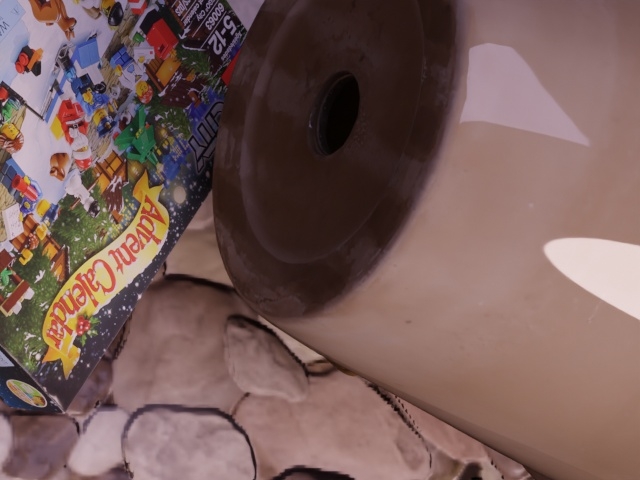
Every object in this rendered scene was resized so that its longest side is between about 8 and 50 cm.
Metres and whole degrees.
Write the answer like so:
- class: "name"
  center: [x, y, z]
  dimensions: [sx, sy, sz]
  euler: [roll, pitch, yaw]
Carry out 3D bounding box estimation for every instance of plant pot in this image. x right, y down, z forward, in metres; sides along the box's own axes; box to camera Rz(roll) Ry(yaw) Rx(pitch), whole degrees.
- class: "plant pot"
  center: [0.114, -0.024, 0.653]
  dimensions: [0.280, 0.323, 0.323]
  euler: [14, 63, -33]

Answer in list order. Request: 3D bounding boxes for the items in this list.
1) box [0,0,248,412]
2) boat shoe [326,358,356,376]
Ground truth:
- class: "box"
  center: [-0.123, -0.057, 0.667]
  dimensions: [0.159, 0.044, 0.233]
  euler: [54, 51, -34]
- class: "boat shoe"
  center: [0.000, 0.000, 0.755]
  dimensions: [0.049, 0.056, 0.152]
  euler: [-22, 82, -31]
